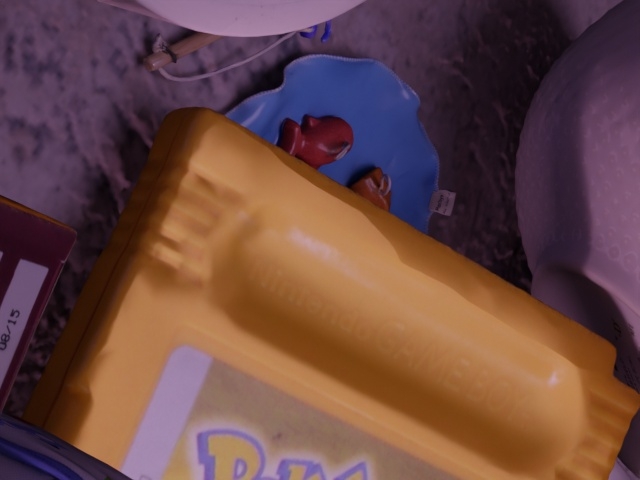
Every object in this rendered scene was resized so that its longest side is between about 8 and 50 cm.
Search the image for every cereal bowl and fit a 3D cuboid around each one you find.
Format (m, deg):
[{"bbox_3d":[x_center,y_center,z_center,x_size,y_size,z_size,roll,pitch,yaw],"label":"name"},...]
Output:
[{"bbox_3d":[0.211,0.039,0.929,0.141,0.339,0.339,-32,129,-15],"label":"cereal bowl"}]

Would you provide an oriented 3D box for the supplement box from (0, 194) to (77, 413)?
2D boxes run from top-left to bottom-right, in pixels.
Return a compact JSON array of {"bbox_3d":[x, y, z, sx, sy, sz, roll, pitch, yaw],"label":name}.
[{"bbox_3d":[-0.181,0.008,0.582,0.081,0.188,0.104,25,87,-50],"label":"supplement box"}]

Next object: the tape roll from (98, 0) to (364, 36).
[{"bbox_3d":[-0.063,-0.207,0.638,0.246,0.169,0.246,-22,122,-41],"label":"tape roll"}]

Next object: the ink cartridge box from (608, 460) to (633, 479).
[{"bbox_3d":[0.115,0.248,1.050,0.226,0.131,0.306,-57,139,-13],"label":"ink cartridge box"}]

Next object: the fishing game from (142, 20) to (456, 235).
[{"bbox_3d":[0.000,0.000,0.891,0.189,0.041,0.264,-25,123,-36],"label":"fishing game"}]

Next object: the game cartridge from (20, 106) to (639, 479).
[{"bbox_3d":[-0.013,0.145,0.816,0.285,0.052,0.324,29,80,-27],"label":"game cartridge"}]

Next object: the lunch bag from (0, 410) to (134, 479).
[{"bbox_3d":[-0.168,0.203,0.637,0.115,0.243,0.303,39,76,-48],"label":"lunch bag"}]
